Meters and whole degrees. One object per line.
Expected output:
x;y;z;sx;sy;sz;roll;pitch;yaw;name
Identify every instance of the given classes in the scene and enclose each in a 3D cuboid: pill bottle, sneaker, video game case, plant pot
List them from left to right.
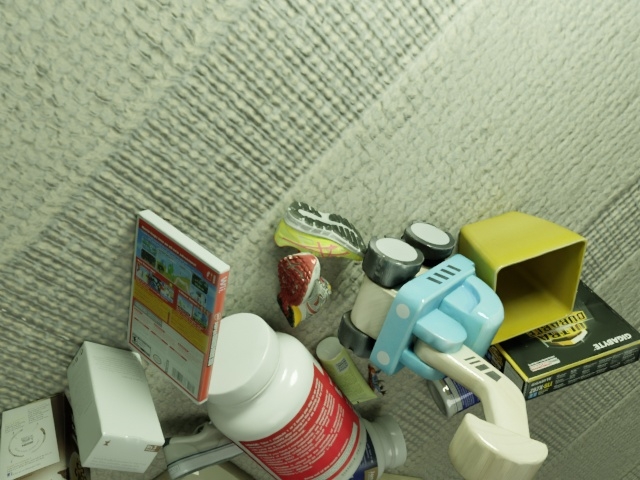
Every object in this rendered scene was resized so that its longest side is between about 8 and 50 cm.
-0.249;0.116;1.136;0.025;0.204;0.285;-24;137;-47;video game case
-0.222;0.428;1.438;0.094;0.091;0.258;-36;159;33;sneaker
-0.083;0.329;1.344;0.229;0.229;0.408;-34;131;0;pill bottle
-0.027;0.082;1.273;0.092;0.088;0.225;-25;158;-19;sneaker
0.000;0.000;1.259;0.208;0.082;0.094;24;121;-33;sneaker
0.061;0.511;1.597;0.264;0.153;0.153;-12;128;-18;pill bottle
0.370;0.348;1.660;0.186;0.112;0.112;-24;130;-9;pill bottle
0.401;0.057;1.417;0.212;0.187;0.212;-16;129;-14;plant pot

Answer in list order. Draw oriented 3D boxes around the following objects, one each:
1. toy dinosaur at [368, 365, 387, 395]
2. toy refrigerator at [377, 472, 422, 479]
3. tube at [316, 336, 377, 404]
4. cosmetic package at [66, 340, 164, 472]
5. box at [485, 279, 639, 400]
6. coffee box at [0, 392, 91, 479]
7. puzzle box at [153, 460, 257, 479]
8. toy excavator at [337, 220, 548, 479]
0.125;0.331;1.577;0.090;0.047;0.082;-35;114;14;toy dinosaur
0.186;0.709;1.837;0.269;0.102;0.094;22;112;-37;toy refrigerator
0.054;0.308;1.516;0.062;0.070;0.240;-54;140;-27;tube
-0.363;0.288;1.174;0.117;0.231;0.086;22;111;-36;cosmetic package
0.527;0.212;1.545;0.321;0.257;0.079;-13;127;-17;box
-0.481;0.446;1.186;0.118;0.297;0.168;-16;129;-11;coffee box
-0.352;0.661;1.567;0.408;0.052;0.272;-36;132;1;puzzle box
0.237;0.190;1.193;0.432;0.445;0.223;-22;137;-52;toy excavator
